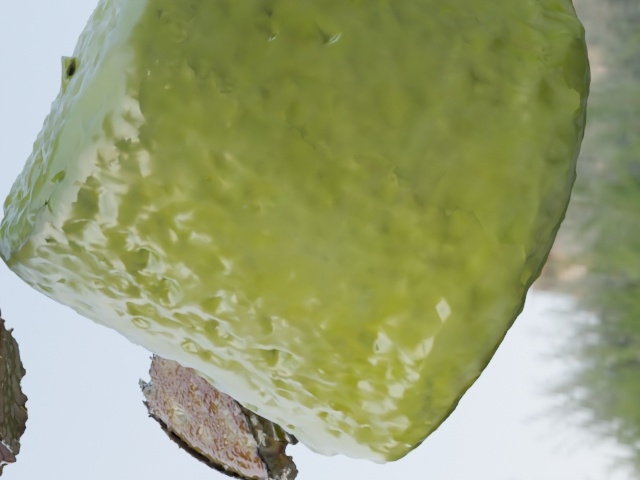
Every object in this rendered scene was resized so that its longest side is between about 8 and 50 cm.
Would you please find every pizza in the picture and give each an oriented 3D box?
[{"bbox_3d":[-0.082,0.093,1.284,0.052,0.185,0.195,-27,-56,-38],"label":"pizza"}]

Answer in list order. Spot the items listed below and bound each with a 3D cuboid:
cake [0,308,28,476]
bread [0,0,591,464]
[{"bbox_3d":[-0.505,0.139,1.780,0.293,0.314,0.306,-98,-3,-47],"label":"cake"},{"bbox_3d":[-0.020,-0.055,1.041,0.348,0.308,0.348,-158,90,-80],"label":"bread"}]
